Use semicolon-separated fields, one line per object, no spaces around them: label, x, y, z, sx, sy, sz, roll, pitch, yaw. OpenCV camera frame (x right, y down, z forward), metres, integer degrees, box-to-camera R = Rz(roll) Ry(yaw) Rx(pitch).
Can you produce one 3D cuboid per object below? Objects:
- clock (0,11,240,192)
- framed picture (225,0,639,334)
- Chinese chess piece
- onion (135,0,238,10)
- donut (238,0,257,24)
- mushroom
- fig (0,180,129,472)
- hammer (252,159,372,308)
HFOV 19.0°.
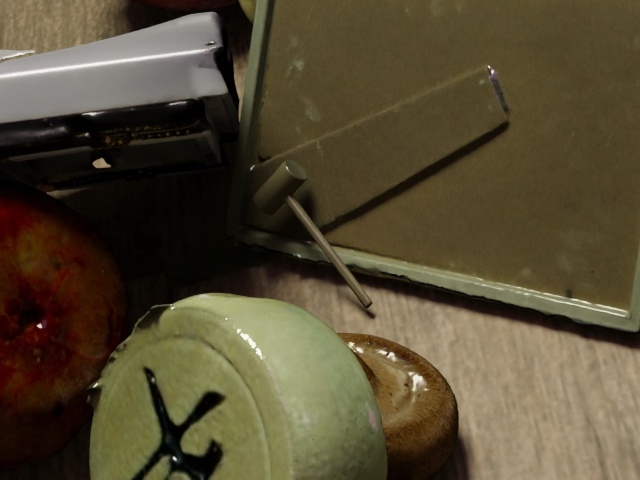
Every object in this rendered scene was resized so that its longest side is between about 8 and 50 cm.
clock;-0.148;-0.087;1.268;0.186;0.253;0.083;-7;86;-1
framed picture;0.081;-0.081;1.205;0.315;0.232;0.024;13;8;32
Chinese chess piece;-0.049;0.121;1.048;0.083;0.188;0.188;2;20;-44
onion;-0.044;-0.260;1.478;0.283;0.120;0.227;-20;24;16
donut;0.021;-0.191;1.394;0.166;0.108;0.065;-34;22;-23
mushroom;0.018;0.101;1.108;0.085;0.109;0.126;-62;38;20
fig;-0.268;0.051;1.226;0.290;0.191;0.191;3;47;25
hammer;0.000;0.000;1.235;0.035;0.019;0.110;-45;72;25
